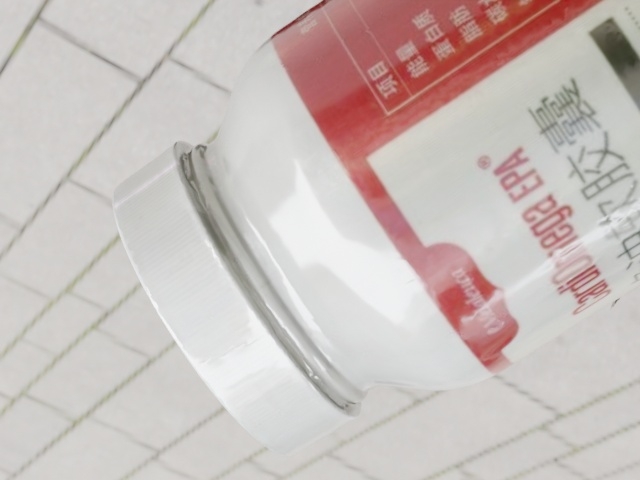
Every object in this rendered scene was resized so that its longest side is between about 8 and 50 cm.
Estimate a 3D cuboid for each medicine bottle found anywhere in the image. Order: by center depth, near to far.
[{"bbox_3d":[0.067,-0.042,0.443,0.250,0.131,0.131,-33,127,6],"label":"medicine bottle"}]

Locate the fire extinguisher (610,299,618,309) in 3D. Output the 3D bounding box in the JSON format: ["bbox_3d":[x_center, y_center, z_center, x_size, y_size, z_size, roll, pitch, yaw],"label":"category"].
[{"bbox_3d":[0.125,0.027,1.235,0.341,0.141,0.105,-8,162,5],"label":"fire extinguisher"}]
